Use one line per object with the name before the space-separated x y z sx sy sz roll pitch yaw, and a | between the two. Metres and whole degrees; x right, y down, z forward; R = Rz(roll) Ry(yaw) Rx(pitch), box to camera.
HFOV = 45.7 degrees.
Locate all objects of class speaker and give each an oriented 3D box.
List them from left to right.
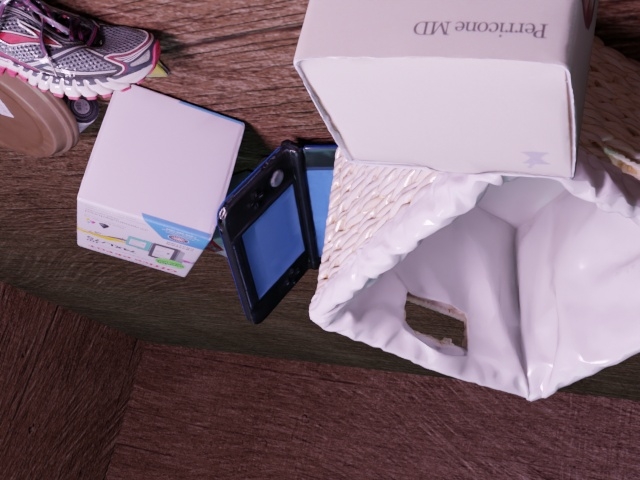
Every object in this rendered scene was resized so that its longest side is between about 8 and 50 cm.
speaker | -0.399 -0.193 1.208 0.055 0.055 0.136 23 159 -28

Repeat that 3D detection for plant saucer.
plant saucer | -0.497 -0.215 1.143 0.277 0.041 0.278 21 154 10

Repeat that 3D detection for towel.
towel | -0.253 -0.242 1.038 0.083 0.009 0.060 5 161 25

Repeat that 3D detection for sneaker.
sneaker | -0.345 -0.252 0.921 0.299 0.121 0.112 7 132 -7

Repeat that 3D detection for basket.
basket | 0.208 -0.037 0.808 0.328 0.266 0.331 21 141 -22

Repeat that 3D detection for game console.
game console | 0.000 0.000 1.188 0.173 0.250 0.293 26 148 26

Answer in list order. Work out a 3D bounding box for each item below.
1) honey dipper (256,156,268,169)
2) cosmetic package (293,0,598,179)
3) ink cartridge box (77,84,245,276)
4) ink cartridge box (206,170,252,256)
honey dipper | -0.048 -0.098 1.298 0.030 0.030 0.160 -1 161 36
cosmetic package | 0.100 -0.200 0.470 0.153 0.296 0.129 5 161 21
ink cartridge box | -0.261 -0.084 1.207 0.198 0.197 0.270 18 161 -12
ink cartridge box | -0.109 -0.026 1.382 0.176 0.127 0.128 26 157 -33
